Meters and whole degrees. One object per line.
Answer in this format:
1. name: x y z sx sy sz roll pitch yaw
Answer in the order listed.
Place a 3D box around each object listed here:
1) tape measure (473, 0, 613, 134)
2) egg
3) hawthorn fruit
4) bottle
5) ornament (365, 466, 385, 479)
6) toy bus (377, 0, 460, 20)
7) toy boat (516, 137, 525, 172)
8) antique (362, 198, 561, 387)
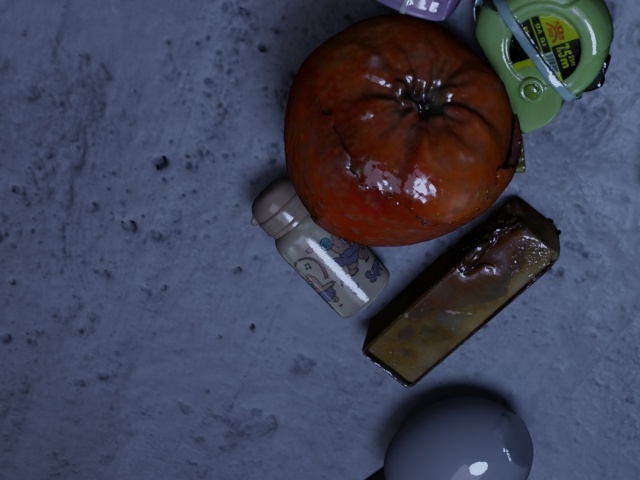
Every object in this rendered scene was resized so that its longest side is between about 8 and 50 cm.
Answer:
1. tape measure: 0.264 -0.232 1.008 0.154 0.087 0.177 -20 111 35
2. egg: 0.197 0.325 1.278 0.231 0.176 0.176 -23 111 29
3. hawthorn fruit: 0.074 -0.103 1.039 0.276 0.276 0.307 32 144 -5
4. bottle: 0.000 0.000 1.192 0.110 0.097 0.209 -39 104 15
5. ornament: 0.112 0.508 1.388 0.166 0.196 0.153 40 120 -11
6. toy bus: 0.123 -0.360 0.943 0.142 0.142 0.203 27 122 4
7. toy boat: 0.209 -0.113 1.128 0.115 0.016 0.063 -6 117 15
8. antique: 0.192 0.072 1.194 0.093 0.087 0.310 39 120 -8
